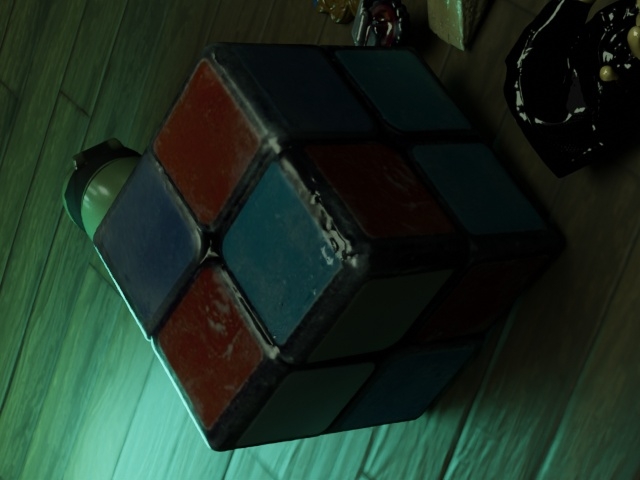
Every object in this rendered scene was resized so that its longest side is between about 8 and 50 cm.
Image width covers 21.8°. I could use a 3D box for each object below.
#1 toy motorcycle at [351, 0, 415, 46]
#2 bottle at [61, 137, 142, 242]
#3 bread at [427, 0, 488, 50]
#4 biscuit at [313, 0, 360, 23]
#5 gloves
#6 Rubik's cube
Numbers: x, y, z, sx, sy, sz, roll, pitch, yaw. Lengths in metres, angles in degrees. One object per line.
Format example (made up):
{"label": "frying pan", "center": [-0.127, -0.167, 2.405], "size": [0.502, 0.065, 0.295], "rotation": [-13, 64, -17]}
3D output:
{"label": "toy motorcycle", "center": [0.049, -0.193, 1.944], "size": [0.122, 0.080, 0.215], "rotation": [41, 126, 41]}
{"label": "bottle", "center": [-0.234, -0.030, 2.231], "size": [0.347, 0.169, 0.168], "rotation": [32, 110, 55]}
{"label": "bread", "center": [0.175, -0.301, 1.845], "size": [0.077, 0.105, 0.152], "rotation": [48, 153, 45]}
{"label": "biscuit", "center": [0.046, -0.320, 2.014], "size": [0.175, 0.026, 0.124], "rotation": [-12, 74, 51]}
{"label": "gloves", "center": [0.275, -0.177, 1.620], "size": [0.203, 0.124, 0.164], "rotation": [-34, 79, 21]}
{"label": "Rubik's cube", "center": [0.000, 0.000, 1.754], "size": [0.318, 0.316, 0.313], "rotation": [56, 129, 27]}
